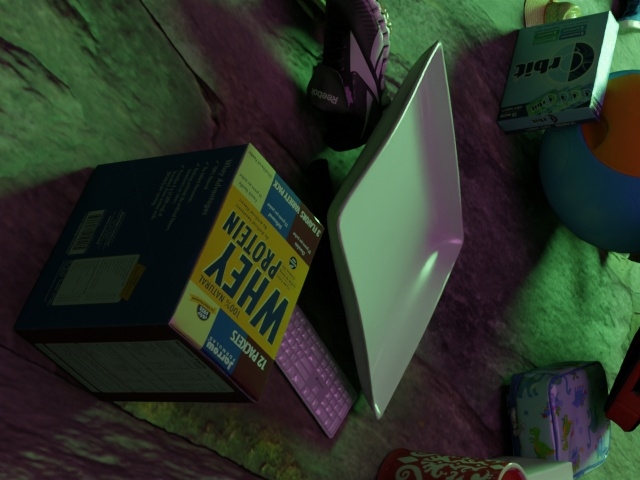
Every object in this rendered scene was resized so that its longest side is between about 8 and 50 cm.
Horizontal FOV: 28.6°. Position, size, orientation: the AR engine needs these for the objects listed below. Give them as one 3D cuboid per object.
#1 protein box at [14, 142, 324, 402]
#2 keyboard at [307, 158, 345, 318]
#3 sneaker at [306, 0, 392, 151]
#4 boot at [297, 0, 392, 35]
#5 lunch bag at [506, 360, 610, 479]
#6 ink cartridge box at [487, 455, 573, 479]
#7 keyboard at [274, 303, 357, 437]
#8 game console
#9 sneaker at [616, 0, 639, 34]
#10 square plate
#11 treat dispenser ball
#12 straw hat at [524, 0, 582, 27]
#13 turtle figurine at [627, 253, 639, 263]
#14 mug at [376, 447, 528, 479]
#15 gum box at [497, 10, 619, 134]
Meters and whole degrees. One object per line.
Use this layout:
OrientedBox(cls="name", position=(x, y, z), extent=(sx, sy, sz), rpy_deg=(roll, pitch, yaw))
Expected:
OrientedBox(cls="protein box", position=(-0.139, 0.034, 1.182), extent=(0.136, 0.201, 0.199), rpy_deg=(48, 50, -39))
OrientedBox(cls="keyboard", position=(0.000, 0.000, 1.525), extent=(0.100, 0.038, 0.192), rpy_deg=(-39, 118, -74))
OrientedBox(cls="sneaker", position=(0.030, -0.204, 1.511), extent=(0.106, 0.078, 0.234), rpy_deg=(-37, 135, -33))
OrientedBox(cls="boot", position=(0.026, -0.283, 1.566), extent=(0.158, 0.059, 0.084), rpy_deg=(45, 60, -35))
OrientedBox(cls="lunch bag", position=(0.368, 0.279, 1.923), extent=(0.219, 0.090, 0.176), rpy_deg=(-8, 91, -55))
OrientedBox(cls="ink cartridge box", position=(0.263, 0.454, 1.741), extent=(0.207, 0.117, 0.283), rpy_deg=(0, 87, -53))
OrientedBox(cls="keyboard", position=(-0.030, 0.125, 1.475), extent=(0.256, 0.014, 0.072), rpy_deg=(58, 45, -31))
OrientedBox(cls="game console", position=(0.567, 0.088, 1.948), extent=(0.342, 0.060, 0.386), rpy_deg=(-41, 158, -58))
OrientedBox(cls="sneaker", position=(0.573, -0.424, 2.301), extent=(0.152, 0.058, 0.084), rpy_deg=(-14, 95, -50))
OrientedBox(cls="square plate", position=(0.094, -0.014, 1.556), extent=(0.344, 0.049, 0.347), rpy_deg=(78, 31, -42))
OrientedBox(cls="treat dispenser ball", position=(0.487, -0.123, 1.961), extent=(0.288, 0.288, 0.288), rpy_deg=(8, 80, -52))
OrientedBox(cls="straw hat", position=(0.394, -0.361, 2.053), extent=(0.144, 0.061, 0.144), rpy_deg=(9, 78, -52))
OrientedBox(cls="turtle figurine", position=(0.561, -0.072, 2.132), extent=(0.087, 0.269, 0.217), rpy_deg=(-1, 107, -37))
OrientedBox(cls="mug", position=(0.160, 0.331, 1.575), extent=(0.150, 0.169, 0.113), rpy_deg=(-36, 115, -49))
OrientedBox(cls="gum box", position=(0.363, -0.255, 1.920), extent=(0.041, 0.157, 0.184), rpy_deg=(42, 55, -41))
